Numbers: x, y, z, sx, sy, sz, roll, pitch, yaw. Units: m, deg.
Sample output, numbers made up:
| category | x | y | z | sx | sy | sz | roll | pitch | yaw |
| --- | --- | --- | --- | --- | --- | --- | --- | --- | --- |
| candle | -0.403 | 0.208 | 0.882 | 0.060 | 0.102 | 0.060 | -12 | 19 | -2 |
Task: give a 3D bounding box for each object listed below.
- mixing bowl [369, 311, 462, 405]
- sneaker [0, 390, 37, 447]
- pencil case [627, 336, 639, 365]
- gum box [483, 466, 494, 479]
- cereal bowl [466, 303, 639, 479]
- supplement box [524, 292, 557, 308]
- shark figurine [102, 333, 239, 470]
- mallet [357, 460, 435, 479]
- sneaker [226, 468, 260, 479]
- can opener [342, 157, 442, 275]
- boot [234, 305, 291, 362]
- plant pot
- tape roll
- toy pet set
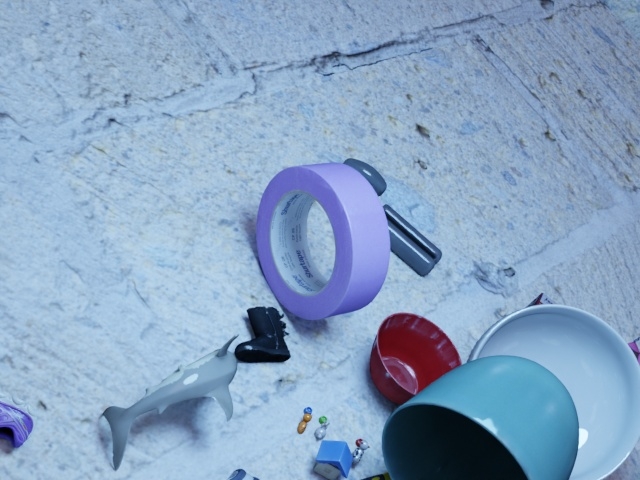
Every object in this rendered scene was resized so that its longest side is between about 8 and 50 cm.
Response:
| category | x | y | z | sx | sy | sz | roll | pitch | yaw |
| --- | --- | --- | --- | --- | --- | --- | --- | --- | --- |
| mixing bowl | 0.159 | 0.233 | 1.858 | 0.181 | 0.098 | 0.181 | 18 | 46 | -19 |
| sneaker | -0.486 | 0.240 | 1.441 | 0.170 | 0.068 | 0.071 | 27 | 49 | -13 |
| pencil case | 0.687 | 0.316 | 2.155 | 0.098 | 0.095 | 0.209 | 6 | 52 | -51 |
| gum box | 0.308 | 0.500 | 1.752 | 0.107 | 0.062 | 0.188 | 27 | 43 | -12 |
| cereal bowl | 0.419 | 0.290 | 1.896 | 0.339 | 0.141 | 0.339 | 1 | 81 | -6 |
| supplement box | 0.453 | 0.228 | 2.082 | 0.130 | 0.073 | 0.239 | 38 | 41 | 0 |
| shark figurine | -0.195 | 0.244 | 1.571 | 0.278 | 0.166 | 0.116 | -26 | 81 | -44 |
| mallet | 0.108 | 0.394 | 1.734 | 0.190 | 0.039 | 0.062 | -1 | 56 | -30 |
| sneaker | -0.122 | 0.455 | 1.471 | 0.153 | 0.099 | 0.282 | 36 | 35 | -9 |
| can opener | 0.141 | -0.053 | 2.099 | 0.283 | 0.095 | 0.076 | 41 | 43 | 4 |
| boot | -0.108 | 0.162 | 1.780 | 0.121 | 0.045 | 0.099 | 8 | 52 | -38 |
| plant pot | 0.286 | 0.324 | 1.668 | 0.293 | 0.293 | 0.235 | 46 | 50 | 9 |
| tape roll | 0.000 | 0.000 | 1.823 | 0.090 | 0.275 | 0.275 | -9 | 60 | -40 |
| toy pet set | 0.024 | 0.334 | 1.703 | 0.122 | 0.065 | 0.114 | 31 | 42 | -7 |
